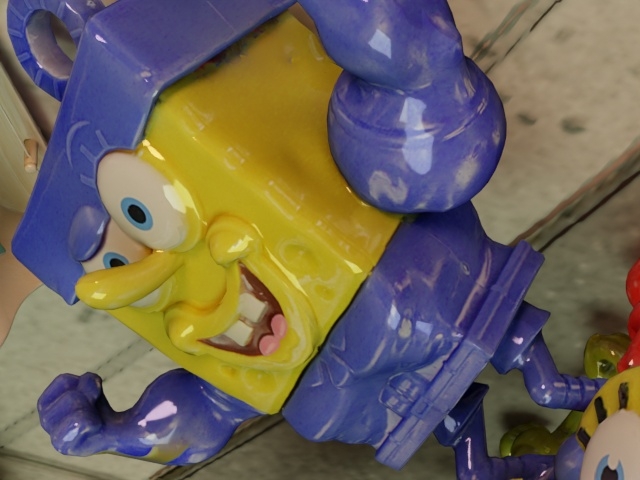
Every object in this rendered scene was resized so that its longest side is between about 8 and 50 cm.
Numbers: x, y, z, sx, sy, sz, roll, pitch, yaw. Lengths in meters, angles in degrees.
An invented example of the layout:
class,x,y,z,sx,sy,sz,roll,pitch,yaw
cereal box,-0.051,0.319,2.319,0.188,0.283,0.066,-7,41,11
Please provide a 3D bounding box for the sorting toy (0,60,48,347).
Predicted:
class,x,y,z,sx,sy,sz,roll,pitch,yaw
sorting toy,-0.105,-0.006,0.497,0.045,0.075,0.083,-9,137,12

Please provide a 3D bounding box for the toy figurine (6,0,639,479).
class,x,y,z,sx,sy,sz,roll,pitch,yaw
toy figurine,0.000,0.000,0.496,0.217,0.191,0.362,38,143,5
